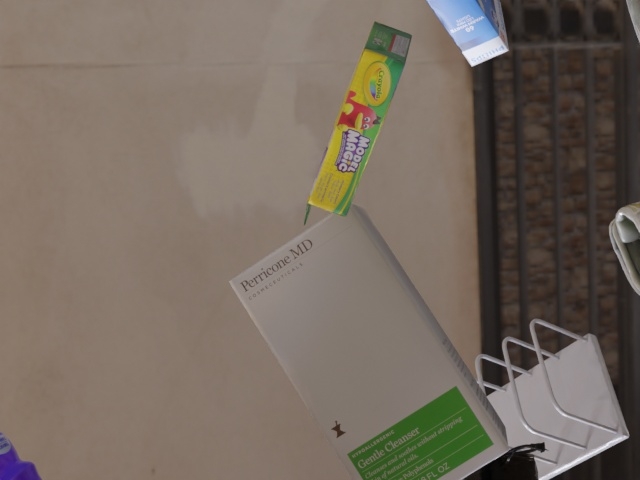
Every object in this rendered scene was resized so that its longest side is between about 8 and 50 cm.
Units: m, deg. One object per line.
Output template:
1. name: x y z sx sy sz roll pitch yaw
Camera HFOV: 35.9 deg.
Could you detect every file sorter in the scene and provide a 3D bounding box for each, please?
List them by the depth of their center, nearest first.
1. file sorter: 0.332 0.286 1.666 0.173 0.193 0.277 21 134 -32

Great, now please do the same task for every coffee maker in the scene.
1. coffee maker: 0.253 0.390 1.354 0.120 0.178 0.171 -2 150 -5

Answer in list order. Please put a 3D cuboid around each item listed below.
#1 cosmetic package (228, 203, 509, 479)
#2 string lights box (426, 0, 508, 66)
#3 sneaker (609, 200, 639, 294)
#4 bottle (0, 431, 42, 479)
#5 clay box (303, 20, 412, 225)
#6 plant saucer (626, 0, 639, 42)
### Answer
1. cosmetic package: 0.066 0.152 1.290 0.197 0.366 0.155 -35 175 7
2. string lights box: 0.230 -0.437 1.697 0.076 0.133 0.259 -22 139 26
3. sneaker: 0.456 -0.066 1.275 0.169 0.293 0.108 -3 176 -28
4. bottle: -0.420 0.257 1.150 0.283 0.092 0.118 34 -171 6
5. clay box: 0.041 -0.126 1.130 0.053 0.222 0.127 19 -153 -1
6. plant saucer: 0.651 -0.449 1.747 0.100 0.401 0.400 -13 180 37
